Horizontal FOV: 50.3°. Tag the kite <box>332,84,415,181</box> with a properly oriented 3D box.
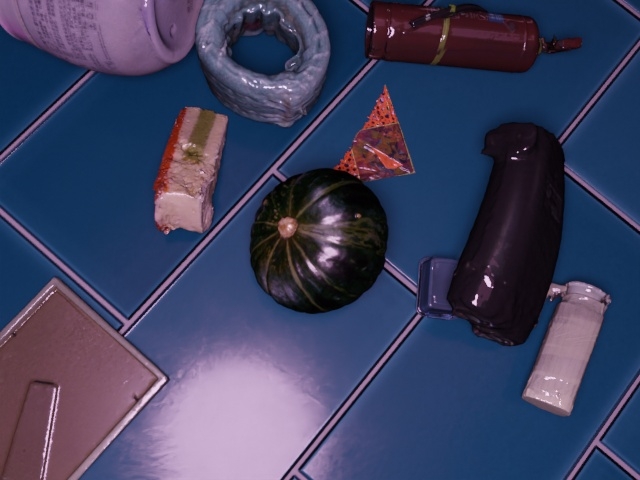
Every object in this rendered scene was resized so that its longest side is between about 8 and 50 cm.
[{"bbox_3d":[0.106,-0.145,1.137,0.125,0.008,0.222,31,77,0],"label":"kite"}]

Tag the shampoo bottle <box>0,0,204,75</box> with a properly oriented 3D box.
[{"bbox_3d":[-0.327,-0.392,1.018,0.266,0.273,0.273,15,76,7],"label":"shampoo bottle"}]

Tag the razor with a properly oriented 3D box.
[{"bbox_3d":[0.297,-0.013,1.041,0.107,0.189,0.326,3,67,41],"label":"razor"}]

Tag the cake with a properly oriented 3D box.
[{"bbox_3d":[-0.204,-0.101,1.082,0.086,0.116,0.220,9,44,-6],"label":"cake"}]

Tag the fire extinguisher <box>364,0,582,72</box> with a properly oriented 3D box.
[{"bbox_3d":[0.250,-0.339,1.133,0.341,0.141,0.105,4,104,-4],"label":"fire extinguisher"}]

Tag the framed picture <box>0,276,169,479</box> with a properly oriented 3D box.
[{"bbox_3d":[-0.416,0.247,0.993,0.240,0.020,0.324,40,77,4],"label":"framed picture"}]

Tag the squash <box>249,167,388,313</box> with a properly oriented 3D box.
[{"bbox_3d":[-0.002,0.000,1.001,0.172,0.218,0.218,20,72,-40],"label":"squash"}]

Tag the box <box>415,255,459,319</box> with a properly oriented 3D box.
[{"bbox_3d":[0.192,0.072,1.069,0.074,0.054,0.099,6,77,-2],"label":"box"}]

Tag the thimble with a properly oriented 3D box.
[{"bbox_3d":[-0.089,-0.291,1.083,0.198,0.143,0.235,-30,81,-10],"label":"thimble"}]

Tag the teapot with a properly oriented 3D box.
[{"bbox_3d":[0.367,0.159,1.059,0.107,0.077,0.200,21,75,20],"label":"teapot"}]
